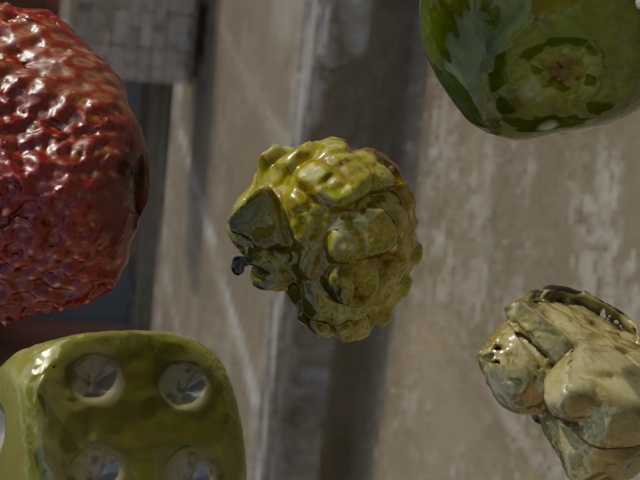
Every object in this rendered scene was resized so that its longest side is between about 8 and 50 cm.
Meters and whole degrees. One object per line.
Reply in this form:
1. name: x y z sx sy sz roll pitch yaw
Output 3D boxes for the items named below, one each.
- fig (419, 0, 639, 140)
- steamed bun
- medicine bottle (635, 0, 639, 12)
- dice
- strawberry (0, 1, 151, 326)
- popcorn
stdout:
1. fig: 0.180 -0.242 1.159 0.233 0.233 0.314 118 144 -64
2. steamed bun: 0.216 0.127 1.203 0.192 0.177 0.106 -13 -47 -60
3. medicine bottle: 0.197 -0.180 0.830 0.057 0.057 0.089 -156 48 -78
4. dice: -0.226 0.238 1.568 0.227 0.238 0.233 -46 50 55
5. strawberry: -0.307 -0.067 1.305 0.267 0.351 0.312 20 -100 -58
6. popcorn: 0.001 -0.002 1.427 0.169 0.189 0.218 -46 -19 -35
